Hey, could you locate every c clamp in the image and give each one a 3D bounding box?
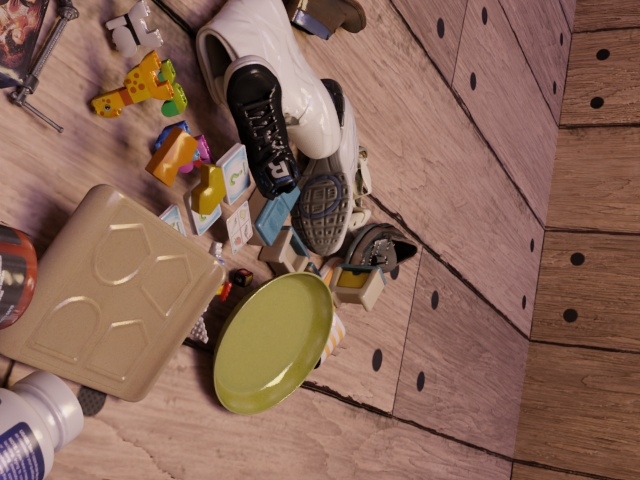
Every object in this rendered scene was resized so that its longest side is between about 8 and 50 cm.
[{"bbox_3d":[-0.308,-0.219,0.811,0.137,0.022,0.161,36,63,-48],"label":"c clamp"}]

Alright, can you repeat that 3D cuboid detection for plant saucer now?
[{"bbox_3d":[-0.076,0.151,1.148,0.241,0.037,0.241,-28,132,-36],"label":"plant saucer"}]

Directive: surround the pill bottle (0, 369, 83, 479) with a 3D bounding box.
[{"bbox_3d":[-0.326,0.208,0.726,0.186,0.112,0.112,-36,123,-52],"label":"pill bottle"}]

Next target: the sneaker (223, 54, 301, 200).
[{"bbox_3d":[-0.067,-0.137,1.012,0.217,0.079,0.121,82,-16,-59],"label":"sneaker"}]

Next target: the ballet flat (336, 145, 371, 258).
[{"bbox_3d":[0.061,-0.070,1.387,0.072,0.068,0.213,-14,104,-58],"label":"ballet flat"}]

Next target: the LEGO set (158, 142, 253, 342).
[{"bbox_3d":[-0.135,0.015,1.027,0.182,0.060,0.244,-49,153,-33],"label":"LEGO set"}]

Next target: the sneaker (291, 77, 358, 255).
[{"bbox_3d":[0.026,-0.121,1.294,0.129,0.111,0.297,7,88,-65],"label":"sneaker"}]

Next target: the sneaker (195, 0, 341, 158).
[{"bbox_3d":[-0.082,-0.211,1.115,0.169,0.108,0.292,-55,127,-39],"label":"sneaker"}]

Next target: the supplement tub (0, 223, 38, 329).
[{"bbox_3d":[-0.359,0.021,0.662,0.198,0.106,0.106,20,76,-58],"label":"supplement tub"}]

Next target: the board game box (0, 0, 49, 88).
[{"bbox_3d":[-0.359,-0.267,0.680,0.243,0.042,0.165,29,68,-52],"label":"board game box"}]

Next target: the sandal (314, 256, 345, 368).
[{"bbox_3d":[0.010,0.130,1.312,0.265,0.076,0.102,-61,140,-36],"label":"sandal"}]

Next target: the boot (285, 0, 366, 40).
[{"bbox_3d":[0.004,-0.382,1.285,0.106,0.082,0.219,-62,151,0],"label":"boot"}]

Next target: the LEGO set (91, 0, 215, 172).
[{"bbox_3d":[-0.216,-0.162,0.918,0.087,0.093,0.227,-95,167,-64],"label":"LEGO set"}]

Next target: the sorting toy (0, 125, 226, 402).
[{"bbox_3d":[-0.213,0.029,0.889,0.307,0.041,0.229,-57,140,-7],"label":"sorting toy"}]

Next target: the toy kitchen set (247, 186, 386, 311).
[{"bbox_3d":[0.000,0.000,1.197,0.207,0.166,0.122,60,44,-42],"label":"toy kitchen set"}]

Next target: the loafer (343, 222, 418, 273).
[{"bbox_3d":[0.121,0.020,1.430,0.267,0.084,0.096,-27,137,-67],"label":"loafer"}]
